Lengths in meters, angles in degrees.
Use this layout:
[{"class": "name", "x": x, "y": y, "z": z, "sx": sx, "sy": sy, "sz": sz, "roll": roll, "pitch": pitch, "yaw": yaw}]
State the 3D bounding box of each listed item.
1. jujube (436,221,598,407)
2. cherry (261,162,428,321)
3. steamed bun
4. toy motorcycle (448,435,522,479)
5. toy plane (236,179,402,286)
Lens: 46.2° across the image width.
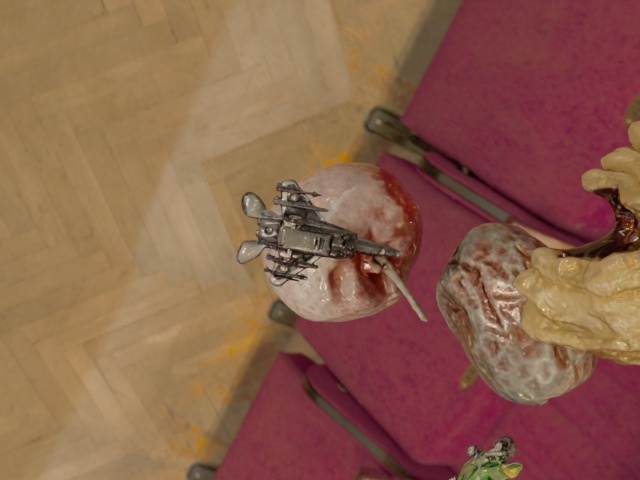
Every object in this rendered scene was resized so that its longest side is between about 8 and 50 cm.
[{"class": "jujube", "x": 0.333, "y": 0.116, "z": 1.290, "sx": 0.215, "sy": 0.246, "sz": 0.308, "roll": -27, "pitch": 87, "yaw": -8}, {"class": "cherry", "x": 0.026, "y": 0.012, "z": 1.444, "sx": 0.335, "sy": 0.326, "sz": 0.291, "roll": -13, "pitch": 130, "yaw": 41}, {"class": "steamed bun", "x": 0.371, "y": -0.017, "z": 0.720, "sx": 0.247, "sy": 0.428, "sz": 0.189, "roll": -39, "pitch": 105, "yaw": -23}, {"class": "toy motorcycle", "x": 0.315, "y": 0.465, "z": 1.479, "sx": 0.074, "sy": 0.106, "sz": 0.190, "roll": 40, "pitch": 110, "yaw": -13}, {"class": "toy plane", "x": -0.001, "y": 0.002, "z": 1.122, "sx": 0.246, "sy": 0.078, "sz": 0.169, "roll": 13, "pitch": 107, "yaw": 13}]
